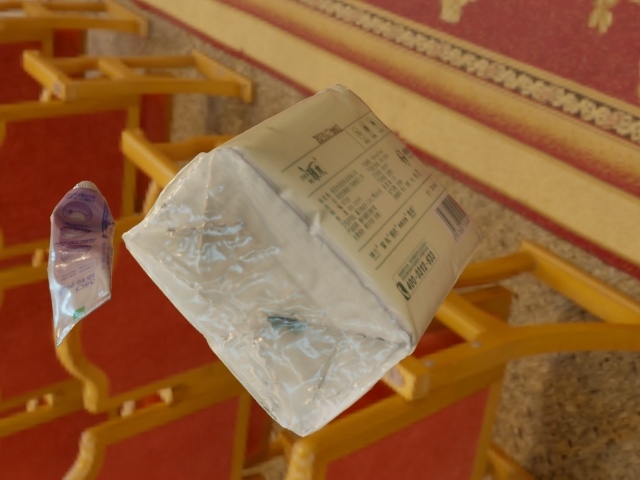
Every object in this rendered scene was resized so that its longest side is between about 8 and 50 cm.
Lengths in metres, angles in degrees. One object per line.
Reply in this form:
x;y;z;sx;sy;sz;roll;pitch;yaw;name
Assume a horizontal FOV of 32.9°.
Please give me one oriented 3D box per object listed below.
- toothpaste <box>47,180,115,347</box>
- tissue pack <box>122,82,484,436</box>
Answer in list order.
-0.256;0.009;1.172;0.301;0.075;0.048;-110;2;-61;toothpaste
0.000;0.000;1.229;0.297;0.380;0.207;48;116;2;tissue pack
